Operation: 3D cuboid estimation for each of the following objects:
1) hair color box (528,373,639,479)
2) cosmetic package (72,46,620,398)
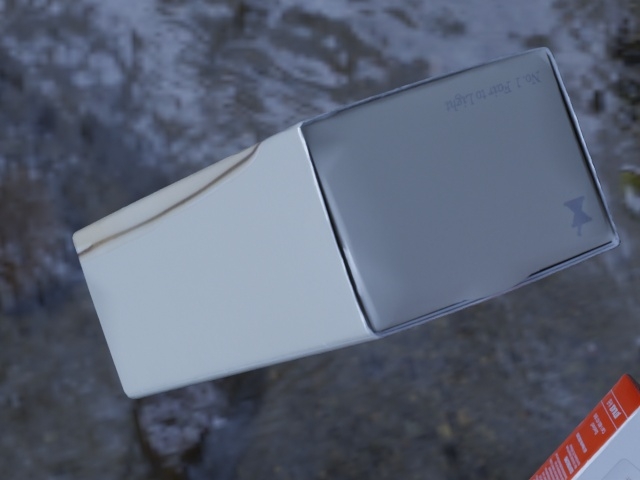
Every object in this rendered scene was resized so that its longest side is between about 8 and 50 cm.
[{"bbox_3d":[0.127,0.158,0.919,0.093,0.053,0.167,40,98,-8],"label":"hair color box"},{"bbox_3d":[0.000,0.000,1.056,0.309,0.160,0.113,-22,88,60],"label":"cosmetic package"}]
